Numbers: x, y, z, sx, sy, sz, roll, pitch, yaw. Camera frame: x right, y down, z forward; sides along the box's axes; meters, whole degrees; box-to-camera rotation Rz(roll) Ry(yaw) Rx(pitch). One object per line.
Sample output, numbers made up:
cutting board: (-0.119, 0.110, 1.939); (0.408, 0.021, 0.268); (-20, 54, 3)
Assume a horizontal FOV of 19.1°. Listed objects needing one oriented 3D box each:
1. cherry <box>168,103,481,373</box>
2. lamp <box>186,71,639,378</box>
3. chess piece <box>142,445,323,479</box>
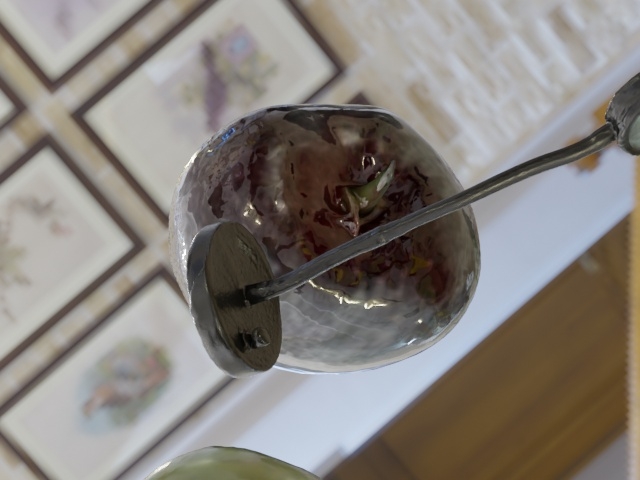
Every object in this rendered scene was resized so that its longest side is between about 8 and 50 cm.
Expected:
cherry: (0.000, 0.000, 1.558); (0.255, 0.218, 0.296); (8, 165, -17)
lamp: (0.072, -0.044, 1.292); (0.130, 0.371, 0.108); (40, -161, -55)
chess piece: (-0.100, 0.254, 1.033); (0.182, 0.182, 0.330); (49, -152, 1)
